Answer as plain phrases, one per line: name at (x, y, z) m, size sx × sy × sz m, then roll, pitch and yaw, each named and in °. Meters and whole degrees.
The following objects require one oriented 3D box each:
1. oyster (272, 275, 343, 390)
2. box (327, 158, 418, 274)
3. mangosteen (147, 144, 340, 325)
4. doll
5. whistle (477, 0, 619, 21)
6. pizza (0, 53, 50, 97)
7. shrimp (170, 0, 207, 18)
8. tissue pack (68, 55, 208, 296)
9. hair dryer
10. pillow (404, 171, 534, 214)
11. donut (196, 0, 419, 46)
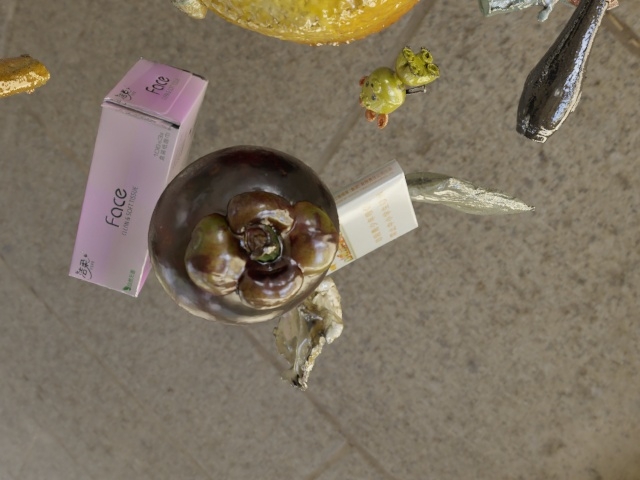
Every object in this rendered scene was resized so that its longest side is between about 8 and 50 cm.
oyster at (-0.009, 0.128, 1.079) m, size 0.191 × 0.081 × 0.163 m, roll -162°, pitch 77°, yaw -76°
box at (0.000, 0.001, 0.884) m, size 0.032 × 0.220 × 0.122 m, roll 60°, pitch 178°, yaw 30°
mangosteen at (-0.047, -0.001, 0.522) m, size 0.140 × 0.140 × 0.140 m, roll 19°, pitch 126°, yaw 28°
doll at (0.172, -0.377, 1.932) m, size 0.221 × 0.135 × 0.143 m, roll -38°, pitch 71°, yaw 42°
whistle at (0.492, -0.526, 1.621) m, size 0.134 × 0.346 × 0.142 m, roll -119°, pitch 16°, yaw -58°
pizza at (-0.509, -0.209, 1.067) m, size 0.134 × 0.271 × 0.056 m, roll 20°, pitch 122°, yaw 48°
shrimp at (-0.194, -0.370, 0.996) m, size 0.051 × 0.217 × 0.150 m, roll -17°, pitch 75°, yaw 8°
tissue pack at (-0.219, -0.075, 0.952) m, size 0.092 × 0.148 × 0.246 m, roll 19°, pitch 120°, yaw -6°
hair dryer at (0.346, -0.236, 1.096) m, size 0.075 × 0.219 × 0.196 m, roll 30°, pitch 113°, yaw 18°
pillow at (0.247, -0.079, 1.396) m, size 0.148 × 0.229 × 0.050 m, roll 7°, pitch 87°, yaw 52°
donut at (-0.018, -0.255, 0.547) m, size 0.253 × 0.118 × 0.254 m, roll 5°, pitch 109°, yaw 17°
